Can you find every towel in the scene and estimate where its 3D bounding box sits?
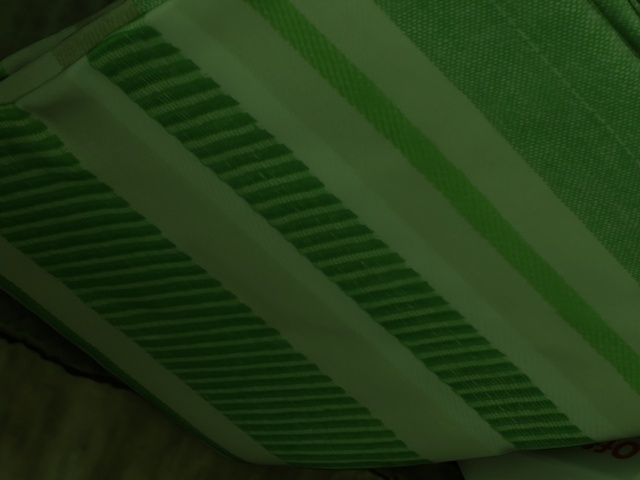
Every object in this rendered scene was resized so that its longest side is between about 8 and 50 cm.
[{"bbox_3d":[0.000,0.000,0.456,0.248,0.325,0.038,44,51,-24],"label":"towel"}]

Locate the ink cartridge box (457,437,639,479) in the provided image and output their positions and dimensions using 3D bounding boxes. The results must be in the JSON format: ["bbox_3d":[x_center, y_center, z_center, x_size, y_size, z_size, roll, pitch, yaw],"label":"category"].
[{"bbox_3d":[0.189,0.086,0.659,0.203,0.148,0.085,-34,109,-25],"label":"ink cartridge box"}]

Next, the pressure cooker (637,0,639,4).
[{"bbox_3d":[0.193,-0.164,0.478,0.375,0.420,0.370,49,58,-20],"label":"pressure cooker"}]
